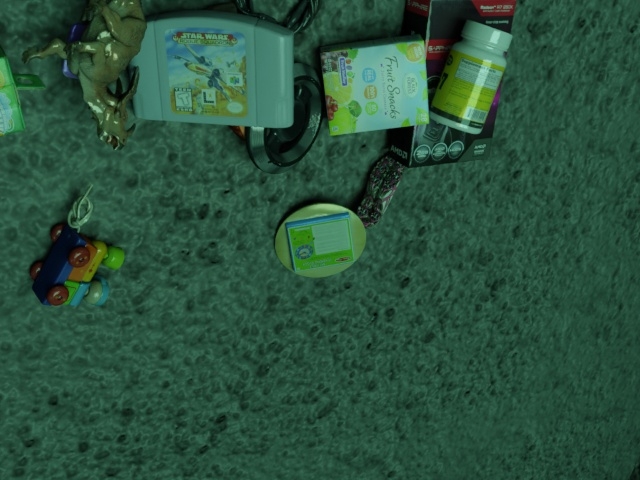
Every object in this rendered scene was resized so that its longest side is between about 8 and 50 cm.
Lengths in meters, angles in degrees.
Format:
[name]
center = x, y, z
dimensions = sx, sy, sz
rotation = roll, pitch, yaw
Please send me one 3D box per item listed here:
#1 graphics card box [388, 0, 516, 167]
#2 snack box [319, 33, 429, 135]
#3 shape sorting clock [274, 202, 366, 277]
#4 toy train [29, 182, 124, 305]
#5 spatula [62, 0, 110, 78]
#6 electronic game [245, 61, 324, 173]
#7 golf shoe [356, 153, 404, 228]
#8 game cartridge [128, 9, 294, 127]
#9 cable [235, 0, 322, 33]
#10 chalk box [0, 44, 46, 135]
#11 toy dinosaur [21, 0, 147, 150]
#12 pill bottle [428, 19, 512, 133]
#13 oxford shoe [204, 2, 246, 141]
[graphics card box]
center = 0.282, -0.351, 1.784
dimensions = 0.233, 0.094, 0.370
rotation = -9, 120, -28
[snack box]
center = 0.110, -0.314, 1.661
dimensions = 0.207, 0.070, 0.174
rotation = -8, 116, 1
[shape sorting clock]
center = 0.000, 0.000, 1.851
dimensions = 0.206, 0.040, 0.206
rotation = -4, 123, -6
[toy train]
center = -0.436, 0.017, 1.578
dimensions = 0.143, 0.105, 0.248
rotation = 19, 107, -49
[spatula]
center = -0.362, -0.408, 1.384
dimensions = 0.084, 0.030, 0.296
rotation = 5, 124, -35
[electronic game]
center = -0.067, -0.242, 1.637
dimensions = 0.229, 0.048, 0.229
rotation = -37, 139, -40
[golf shoe]
center = 0.136, -0.115, 1.884
dimensions = 0.186, 0.067, 0.086
rotation = -62, 174, 0
[game cartridge]
center = -0.195, -0.303, 1.451
dimensions = 0.297, 0.062, 0.198
rotation = 4, 126, 6
[cable]
center = -0.080, -0.450, 1.538
dimensions = 0.184, 0.047, 0.150
rotation = -23, 136, -30
[chalk box]
center = -0.555, -0.244, 1.312
dimensions = 0.213, 0.132, 0.132
rotation = -19, 127, -23
[toy dinosaur]
center = -0.343, -0.319, 1.359
dimensions = 0.200, 0.127, 0.295
rotation = 21, 103, -52
[pill bottle]
center = 0.307, -0.332, 1.673
dimensions = 0.119, 0.119, 0.208
rotation = 7, 110, -35
[oxford shoe]
center = -0.159, -0.311, 1.546
dimensions = 0.098, 0.097, 0.271
rotation = -31, 130, -20
